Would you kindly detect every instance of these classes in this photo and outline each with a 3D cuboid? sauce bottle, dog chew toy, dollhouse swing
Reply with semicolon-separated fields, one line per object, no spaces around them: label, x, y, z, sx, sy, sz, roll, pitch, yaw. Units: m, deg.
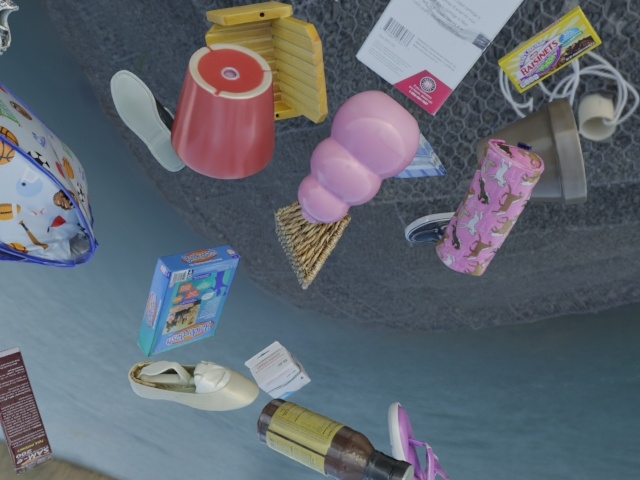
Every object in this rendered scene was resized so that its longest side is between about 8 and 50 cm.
sauce bottle;0.025;0.440;1.054;0.344;0.111;0.111;14;147;32
dog chew toy;0.073;-0.176;1.158;0.206;0.207;0.332;35;102;-21
dollhouse swing;-0.173;-0.522;1.565;0.314;0.305;0.347;-12;127;-8

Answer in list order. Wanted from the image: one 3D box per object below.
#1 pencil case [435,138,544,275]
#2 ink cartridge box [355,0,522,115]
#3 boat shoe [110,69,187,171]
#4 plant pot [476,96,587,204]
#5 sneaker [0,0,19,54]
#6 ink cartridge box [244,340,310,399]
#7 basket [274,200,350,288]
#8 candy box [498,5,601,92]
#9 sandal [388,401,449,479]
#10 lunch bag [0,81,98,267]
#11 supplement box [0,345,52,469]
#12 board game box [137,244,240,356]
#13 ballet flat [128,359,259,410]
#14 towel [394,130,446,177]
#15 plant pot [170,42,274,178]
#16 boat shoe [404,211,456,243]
pencil case;0.452;-0.083;1.375;0.159;0.167;0.386;19;125;4
ink cartridge box;0.127;-0.230;0.533;0.109;0.063;0.150;38;118;2
boat shoe;-0.470;-0.331;1.405;0.114;0.091;0.303;-26;103;10
plant pot;0.648;-0.249;1.564;0.280;0.323;0.323;-11;135;25
sneaker;-0.728;-0.417;1.072;0.094;0.090;0.235;21;105;-18
ink cartridge box;-0.108;0.340;1.285;0.104;0.060;0.180;-34;142;-3
basket;0.000;0.000;1.486;0.213;0.223;0.299;-24;172;-8
candy box;0.550;-0.456;1.213;0.105;0.027;0.205;42;131;-21
sandal;0.248;0.555;1.162;0.102;0.169;0.417;-15;101;11
lunch bag;-0.644;-0.135;1.041;0.239;0.328;0.385;-41;132;1
supplement box;-0.646;0.363;1.070;0.240;0.073;0.130;62;144;14
board game box;-0.257;0.116;0.976;0.047;0.160;0.210;39;121;29
ballet flat;-0.237;0.256;0.914;0.248;0.086;0.086;0;141;12
towel;0.276;-0.277;1.648;0.209;0.034;0.285;0;160;34
plant pot;-0.233;-0.329;1.252;0.274;0.275;0.243;21;145;-2
boat shoe;0.432;-0.024;1.674;0.300;0.102;0.108;-9;143;17
